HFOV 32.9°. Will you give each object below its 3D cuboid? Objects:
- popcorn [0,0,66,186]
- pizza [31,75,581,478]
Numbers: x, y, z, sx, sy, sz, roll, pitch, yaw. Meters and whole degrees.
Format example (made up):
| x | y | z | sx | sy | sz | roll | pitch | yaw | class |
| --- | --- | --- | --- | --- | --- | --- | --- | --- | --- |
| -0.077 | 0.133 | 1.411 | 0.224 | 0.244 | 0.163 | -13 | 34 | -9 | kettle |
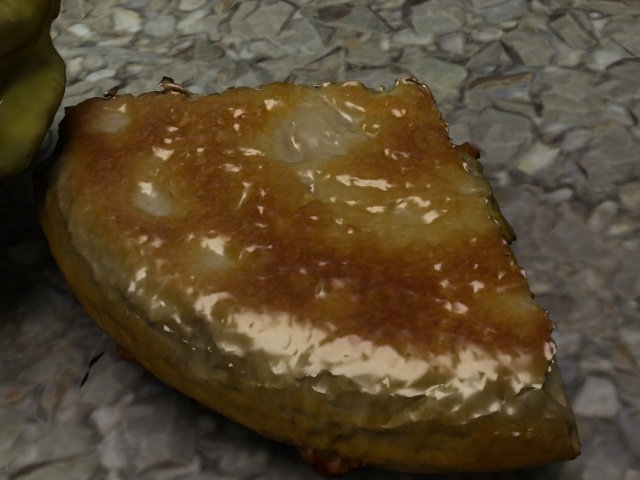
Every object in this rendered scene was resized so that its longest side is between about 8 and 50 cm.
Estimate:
| x | y | z | sx | sy | sz | roll | pitch | yaw | class |
| --- | --- | --- | --- | --- | --- | --- | --- | --- | --- |
| -0.251 | -0.095 | 0.579 | 0.286 | 0.215 | 0.252 | -27 | 29 | 35 | popcorn |
| 0.000 | 0.000 | 0.554 | 0.335 | 0.086 | 0.226 | 26 | 51 | 27 | pizza |
